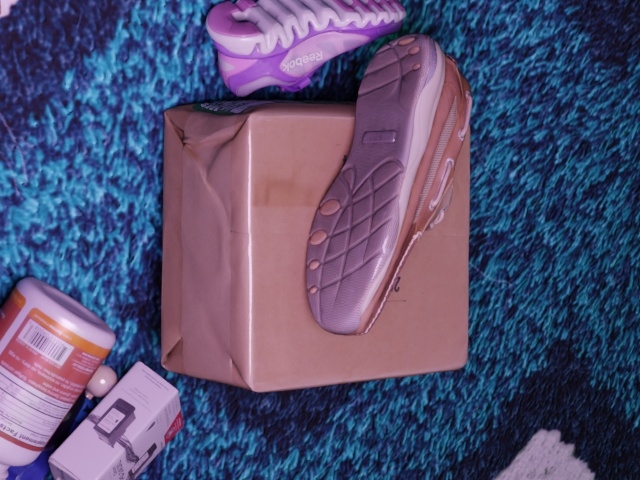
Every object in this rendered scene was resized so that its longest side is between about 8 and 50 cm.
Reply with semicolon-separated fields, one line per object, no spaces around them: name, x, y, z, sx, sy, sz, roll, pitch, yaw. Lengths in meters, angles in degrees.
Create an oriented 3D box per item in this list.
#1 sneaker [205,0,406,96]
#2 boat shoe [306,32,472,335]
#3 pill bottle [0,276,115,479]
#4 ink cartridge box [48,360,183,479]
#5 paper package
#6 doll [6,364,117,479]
sneaker;-0.017;-0.216;1.788;0.236;0.095;0.104;-16;131;-26
boat shoe;0.085;-0.049;1.698;0.116;0.123;0.324;27;79;-40
pill bottle;-0.321;0.156;1.727;0.121;0.121;0.216;33;92;-45
ink cartridge box;-0.227;0.225;1.842;0.150;0.063;0.109;-48;163;-22
paper package;0.000;0.000;1.815;0.325;0.168;0.309;-4;96;-38
doll;-0.294;0.215;1.837;0.189;0.046;0.129;-52;145;-5
